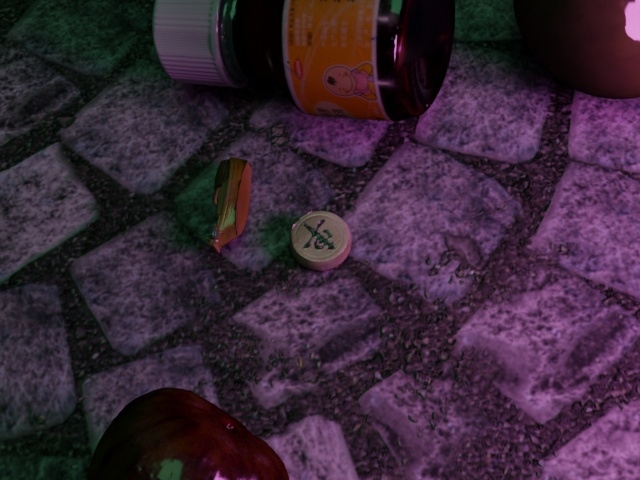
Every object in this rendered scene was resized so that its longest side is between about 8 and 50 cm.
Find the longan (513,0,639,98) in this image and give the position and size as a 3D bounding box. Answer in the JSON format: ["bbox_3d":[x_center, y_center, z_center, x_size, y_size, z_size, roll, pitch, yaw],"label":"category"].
[{"bbox_3d":[0.400,-0.335,1.170,0.243,0.300,0.300,-12,51,46],"label":"longan"}]

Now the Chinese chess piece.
[{"bbox_3d":[0.000,0.000,1.130,0.084,0.034,0.084,-2,63,3],"label":"Chinese chess piece"}]

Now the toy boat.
[{"bbox_3d":[-0.127,-0.050,1.162,0.049,0.047,0.149,-4,58,18],"label":"toy boat"}]

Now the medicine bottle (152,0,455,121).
[{"bbox_3d":[-0.028,-0.295,1.192,0.395,0.242,0.242,8,62,24],"label":"medicine bottle"}]

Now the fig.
[{"bbox_3d":[-0.187,0.324,0.916,0.217,0.217,0.320,40,100,22],"label":"fig"}]
